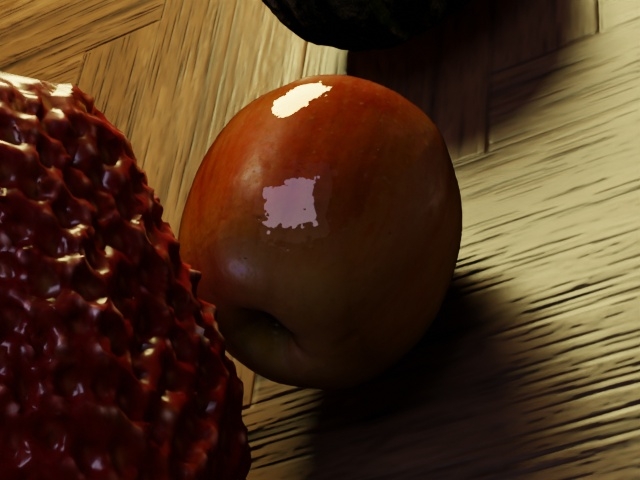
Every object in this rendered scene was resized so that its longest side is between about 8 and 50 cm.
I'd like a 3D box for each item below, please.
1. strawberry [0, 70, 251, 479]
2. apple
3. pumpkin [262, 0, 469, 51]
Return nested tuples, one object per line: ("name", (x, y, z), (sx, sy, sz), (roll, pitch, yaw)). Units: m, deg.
("strawberry", (-0.202, 0.077, 0.957), (0.312, 0.351, 0.267), (-6, 5, 9))
("apple", (0.000, 0.000, 1.041), (0.199, 0.199, 0.199), (-23, 39, 20))
("pumpkin", (0.045, -0.241, 1.270), (0.221, 0.162, 0.220), (-26, 27, 14))
